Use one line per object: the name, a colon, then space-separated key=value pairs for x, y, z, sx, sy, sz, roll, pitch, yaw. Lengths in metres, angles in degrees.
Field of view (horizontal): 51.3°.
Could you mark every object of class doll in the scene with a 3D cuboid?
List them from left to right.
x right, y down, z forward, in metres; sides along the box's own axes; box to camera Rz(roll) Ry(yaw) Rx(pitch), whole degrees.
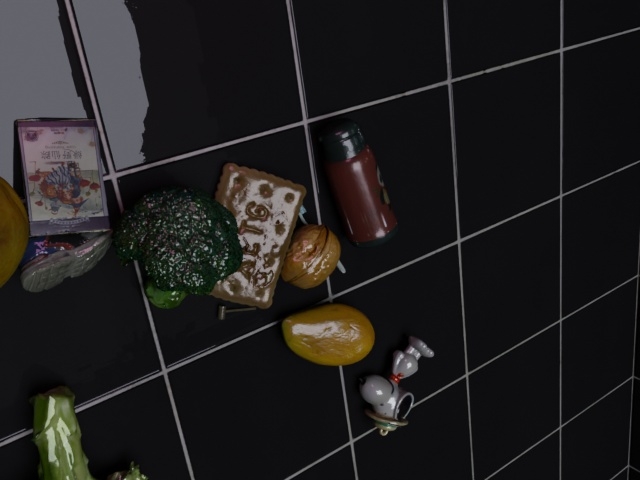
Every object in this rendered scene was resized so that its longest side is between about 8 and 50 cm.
doll: x=0.245 y=0.438 z=2.013 sx=0.271 sy=0.144 sz=0.208 roll=-35 pitch=112 yaw=-16

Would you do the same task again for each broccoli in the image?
broccoli: x=-0.585 y=0.549 z=1.414 sx=0.353 sy=0.274 sz=0.397 roll=-74 pitch=155 yaw=-55
broccoli: x=-0.307 y=0.028 z=1.437 sx=0.297 sy=0.298 sz=0.297 roll=4 pitch=125 yaw=-36

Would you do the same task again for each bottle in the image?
bottle: x=0.089 y=-0.150 z=1.723 sx=0.144 sy=0.144 sz=0.336 roll=-35 pitch=120 yaw=-22

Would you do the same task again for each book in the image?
book: x=-0.512 y=-0.128 z=1.333 sx=0.157 sy=0.026 sz=0.231 roll=-7 pitch=89 yaw=-33

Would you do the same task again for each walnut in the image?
walnut: x=-0.027 y=0.040 z=1.701 sx=0.144 sy=0.144 sz=0.180 roll=39 pitch=77 yaw=-37

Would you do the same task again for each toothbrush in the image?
toothbrush: x=0.000 y=0.000 z=1.781 sx=0.026 sy=0.022 sz=0.263 roll=-38 pitch=123 yaw=-6

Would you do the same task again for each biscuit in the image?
biscuit: x=-0.174 y=-0.007 z=1.602 sx=0.217 sy=0.044 sz=0.325 roll=17 pitch=94 yaw=-18

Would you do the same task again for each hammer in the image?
hammer: x=-0.212 y=0.177 z=1.692 sx=0.110 sy=0.019 sz=0.036 roll=-1 pitch=105 yaw=-40

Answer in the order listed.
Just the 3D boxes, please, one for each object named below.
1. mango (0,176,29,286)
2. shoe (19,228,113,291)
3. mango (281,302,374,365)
mango: x=-0.741 y=0.017 z=1.152 sx=0.444 sy=0.220 sz=0.302 roll=-25 pitch=124 yaw=-16
shoe: x=-0.539 y=0.013 z=1.373 sx=0.227 sy=0.125 sz=0.099 roll=-34 pitch=161 yaw=-49
mango: x=0.026 y=0.256 z=1.819 sx=0.316 sy=0.119 sz=0.177 roll=10 pitch=106 yaw=-32
